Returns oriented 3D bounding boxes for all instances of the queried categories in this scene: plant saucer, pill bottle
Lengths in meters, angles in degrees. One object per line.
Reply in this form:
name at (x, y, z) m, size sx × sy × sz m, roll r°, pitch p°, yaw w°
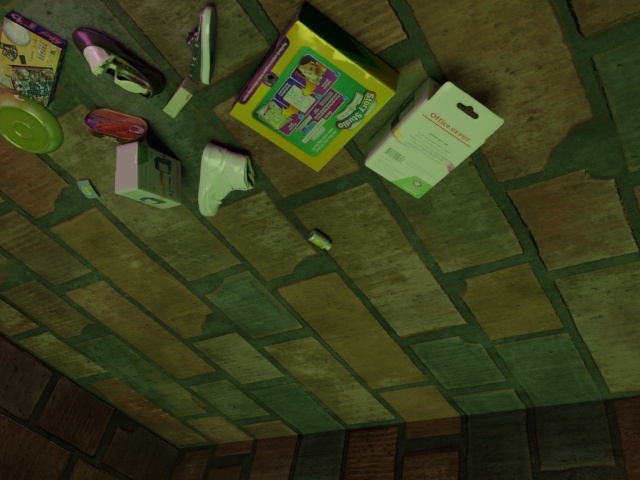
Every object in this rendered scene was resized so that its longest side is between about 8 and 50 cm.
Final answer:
plant saucer at (-0.972, -0.373, 1.867) m, size 0.241 × 0.037 × 0.241 m, roll 7°, pitch 137°, yaw 6°
pill bottle at (0.000, 0.000, 2.019) m, size 0.083 × 0.043 × 0.043 m, roll 34°, pitch 134°, yaw -21°

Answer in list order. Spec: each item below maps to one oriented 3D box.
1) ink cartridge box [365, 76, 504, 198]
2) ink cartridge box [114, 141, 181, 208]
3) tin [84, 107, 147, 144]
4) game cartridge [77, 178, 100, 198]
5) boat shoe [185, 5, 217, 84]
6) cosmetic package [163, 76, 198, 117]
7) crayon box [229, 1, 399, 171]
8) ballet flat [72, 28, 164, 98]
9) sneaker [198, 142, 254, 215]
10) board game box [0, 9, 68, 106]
ink cartridge box at (0.307, -0.296, 1.563) m, size 0.207 × 0.119 × 0.353 m, roll 30°, pitch 137°, yaw -17°
ink cartridge box at (-0.538, -0.201, 1.793) m, size 0.093 × 0.154 × 0.212 m, roll -8°, pitch 166°, yaw 22°
tin at (-0.629, -0.351, 1.754) m, size 0.189 × 0.106 × 0.040 m, roll 15°, pitch 146°, yaw -1°
game cartridge at (-0.840, -0.185, 2.053) m, size 0.056 × 0.017 × 0.083 m, roll 0°, pitch 136°, yaw 20°
boat shoe at (-0.323, -0.522, 1.517) m, size 0.076 × 0.080 × 0.228 m, roll 14°, pitch 146°, yaw -3°
cosmetic package at (-0.409, -0.418, 1.659) m, size 0.041 × 0.060 × 0.115 m, roll 35°, pitch 135°, yaw -24°
crayon box at (-0.022, -0.398, 1.548) m, size 0.313 × 0.106 × 0.363 m, roll 31°, pitch 136°, yaw -20°
ballet flat at (-0.574, -0.491, 1.593) m, size 0.280 × 0.096 × 0.095 m, roll 27°, pitch 137°, yaw -15°
sneaker at (-0.304, -0.172, 1.863) m, size 0.169 × 0.108 × 0.292 m, roll 16°, pitch 137°, yaw 1°
board game box at (-0.851, -0.525, 1.666) m, size 0.165 × 0.042 × 0.243 m, roll 29°, pitch 136°, yaw -17°
